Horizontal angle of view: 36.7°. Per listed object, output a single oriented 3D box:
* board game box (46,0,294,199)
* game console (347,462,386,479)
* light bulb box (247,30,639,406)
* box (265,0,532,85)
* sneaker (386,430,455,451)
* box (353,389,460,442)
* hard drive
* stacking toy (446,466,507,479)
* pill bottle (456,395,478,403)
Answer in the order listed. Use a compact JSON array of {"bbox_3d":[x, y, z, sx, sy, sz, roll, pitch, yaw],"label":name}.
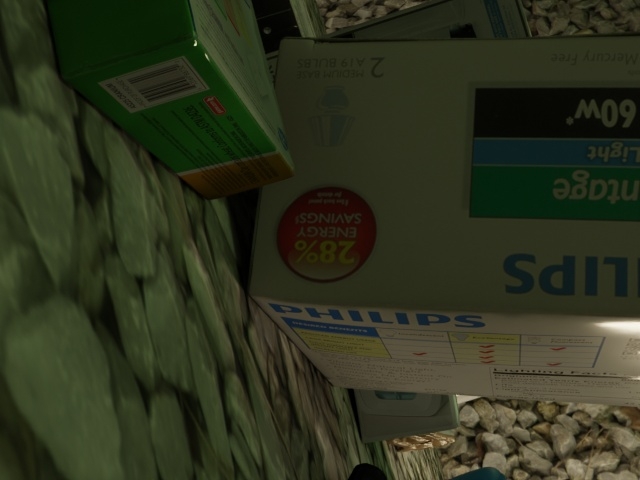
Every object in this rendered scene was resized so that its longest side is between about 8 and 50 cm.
[{"bbox_3d":[-0.102,-0.204,0.562,0.242,0.064,0.316,52,23,-75],"label":"board game box"},{"bbox_3d":[0.079,0.374,0.861,0.213,0.044,0.361,-48,124,-84],"label":"game console"},{"bbox_3d":[0.158,0.002,0.848,0.361,0.358,0.225,61,32,-68],"label":"light bulb box"},{"bbox_3d":[0.069,-0.175,1.019,0.169,0.290,0.087,-6,79,-82],"label":"box"},{"bbox_3d":[0.147,0.255,1.565,0.282,0.099,0.153,51,25,-68],"label":"sneaker"},{"bbox_3d":[0.104,0.122,1.267,0.262,0.127,0.231,6,73,-84],"label":"box"},{"bbox_3d":[-0.042,-0.287,1.390,0.236,0.064,0.339,-100,172,-45],"label":"hard drive"},{"bbox_3d":[0.261,0.501,1.446,0.301,0.166,0.175,60,12,-30],"label":"stacking toy"},{"bbox_3d":[0.188,0.120,1.771,0.210,0.210,0.362,54,20,-74],"label":"pill bottle"}]
